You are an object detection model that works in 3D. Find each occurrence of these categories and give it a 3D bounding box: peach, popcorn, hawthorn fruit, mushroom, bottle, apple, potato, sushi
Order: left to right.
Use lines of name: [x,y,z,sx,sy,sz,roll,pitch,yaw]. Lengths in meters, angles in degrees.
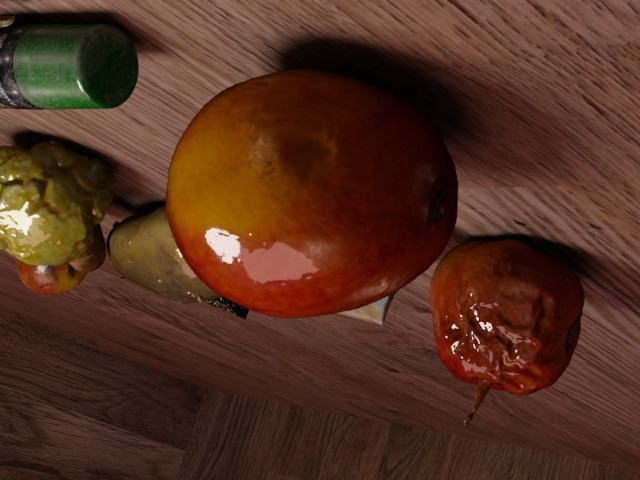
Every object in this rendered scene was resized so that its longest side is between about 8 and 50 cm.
bottle: [-0.344,-0.190,1.186,0.330,0.093,0.093,7,162,35]
popcorn: [-0.416,-0.054,1.598,0.204,0.183,0.221,33,161,-29]
apple: [-0.509,0.035,2.077,0.147,0.146,0.146,16,165,4]
mushroom: [-0.398,-0.007,1.794,0.072,0.094,0.210,-16,-156,-18]
potato: [-0.238,0.022,1.746,0.192,0.141,0.296,33,161,-37]
sushi: [-0.194,0.112,2.185,0.083,0.056,0.085,15,168,38]
peach: [-0.004,-0.048,1.054,0.281,0.238,0.281,7,133,8]
hawthorn fruit: [0.230,0.126,1.387,0.208,0.243,0.207,18,163,6]

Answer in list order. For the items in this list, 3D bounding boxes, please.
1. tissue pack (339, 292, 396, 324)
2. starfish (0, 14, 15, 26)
tissue pack: [0.000,0.000,1.448,0.230,0.145,0.159,16,-162,8]
starfish: [-0.421,-0.261,1.092,0.208,0.053,0.176,5,160,29]
